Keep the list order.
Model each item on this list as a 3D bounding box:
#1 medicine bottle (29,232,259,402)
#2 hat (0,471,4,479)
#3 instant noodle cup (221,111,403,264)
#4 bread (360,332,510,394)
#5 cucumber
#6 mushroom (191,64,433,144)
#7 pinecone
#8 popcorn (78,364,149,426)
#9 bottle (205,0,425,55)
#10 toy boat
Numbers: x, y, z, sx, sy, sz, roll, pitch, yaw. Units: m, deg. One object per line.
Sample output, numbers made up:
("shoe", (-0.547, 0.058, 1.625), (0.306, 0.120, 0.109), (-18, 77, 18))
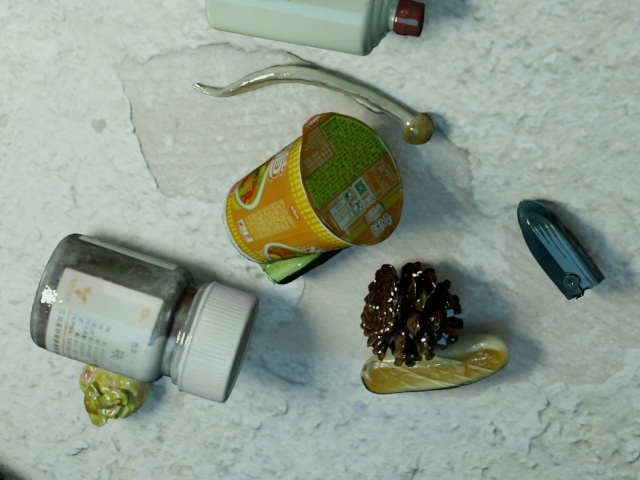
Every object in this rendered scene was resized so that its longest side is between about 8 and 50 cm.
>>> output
("medicine bottle", (-0.231, 0.104, 1.911), (0.273, 0.165, 0.165), (19, 125, 4))
("hat", (-0.534, 0.471, 2.200), (0.332, 0.242, 0.274), (30, 138, -20))
("instant noodle cup", (-0.021, -0.049, 1.756), (0.185, 0.168, 0.168), (-22, 115, 46))
("bread", (0.153, 0.161, 1.911), (0.214, 0.053, 0.073), (-14, 113, 26))
("cucumber", (0.000, 0.000, 1.847), (0.046, 0.070, 0.220), (26, 133, -39))
("mushroom", (-0.010, -0.176, 1.755), (0.306, 0.043, 0.068), (15, 105, 8))
("pinecone", (0.118, 0.094, 1.832), (0.121, 0.140, 0.140), (10, 129, -26))
("popcorn", (-0.290, 0.210, 2.047), (0.109, 0.089, 0.097), (-28, 122, 25))
("bottle", (-0.002, -0.272, 1.649), (0.245, 0.104, 0.104), (11, 124, 9))
("toy boat", (0.288, 0.006, 1.775), (0.055, 0.060, 0.141), (-33, 102, 31))
